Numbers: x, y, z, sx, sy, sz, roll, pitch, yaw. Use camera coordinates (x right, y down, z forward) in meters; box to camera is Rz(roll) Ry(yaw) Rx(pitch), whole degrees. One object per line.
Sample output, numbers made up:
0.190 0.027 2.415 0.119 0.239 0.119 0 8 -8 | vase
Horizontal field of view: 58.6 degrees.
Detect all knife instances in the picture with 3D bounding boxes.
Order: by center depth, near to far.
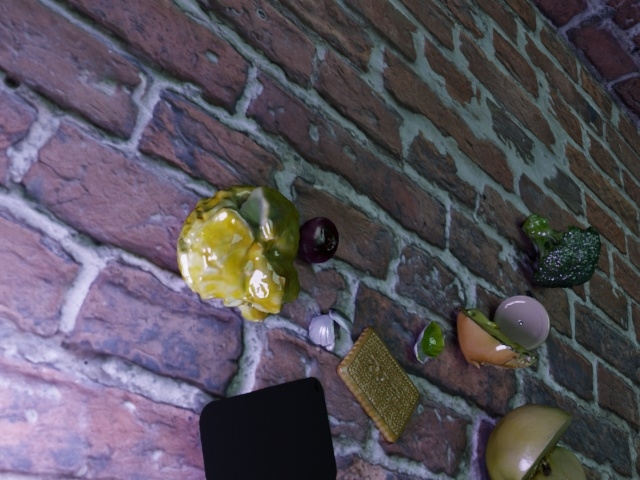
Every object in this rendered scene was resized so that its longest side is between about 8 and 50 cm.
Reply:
0.768 0.226 2.035 0.018 0.031 0.121 -35 94 -44 | knife

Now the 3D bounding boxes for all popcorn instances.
-0.144 0.019 1.134 0.276 0.225 0.277 -3 100 -19 | popcorn

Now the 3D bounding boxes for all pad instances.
-0.105 0.457 1.152 0.375 0.063 0.315 5 70 -52 | pad

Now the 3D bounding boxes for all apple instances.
0.585 0.611 1.585 0.257 0.233 0.295 -30 104 -35 | apple

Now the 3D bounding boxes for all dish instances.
0.285 0.283 1.561 0.137 0.039 0.091 -33 103 -43 | dish

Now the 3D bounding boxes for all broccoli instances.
0.867 0.030 2.067 0.297 0.298 0.297 -4 51 -43 | broccoli

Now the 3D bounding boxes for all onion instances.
0.000 0.000 1.356 0.115 0.104 0.115 -2 94 -40 | onion

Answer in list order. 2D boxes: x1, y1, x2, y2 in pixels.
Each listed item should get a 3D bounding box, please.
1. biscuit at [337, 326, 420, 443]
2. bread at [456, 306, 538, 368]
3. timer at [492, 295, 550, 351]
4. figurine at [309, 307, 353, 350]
0.153 0.358 1.419 0.255 0.029 0.172 55 46 -14 | biscuit
0.485 0.311 1.676 0.174 0.251 0.133 16 108 -40 | bread
0.691 0.284 1.881 0.266 0.175 0.175 20 61 -55 | timer
0.019 0.201 1.324 0.082 0.086 0.094 26 15 -50 | figurine
